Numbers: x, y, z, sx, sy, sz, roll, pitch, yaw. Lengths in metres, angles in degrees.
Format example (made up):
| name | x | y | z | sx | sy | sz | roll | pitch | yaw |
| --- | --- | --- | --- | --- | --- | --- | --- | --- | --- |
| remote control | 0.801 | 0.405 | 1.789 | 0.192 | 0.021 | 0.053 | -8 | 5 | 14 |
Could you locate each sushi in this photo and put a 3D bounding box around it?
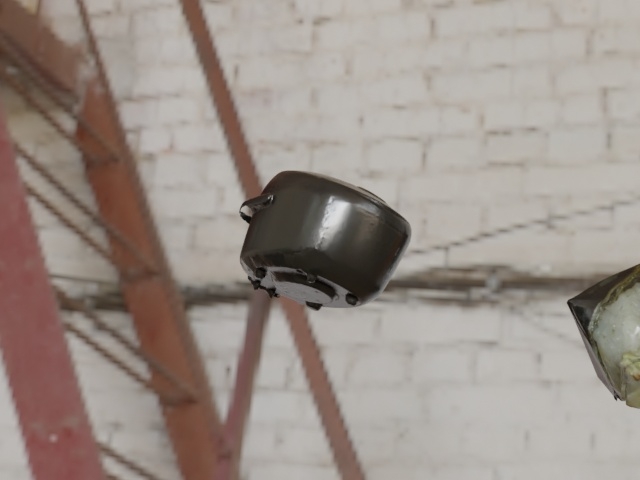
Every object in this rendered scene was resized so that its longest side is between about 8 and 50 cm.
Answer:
| name | x | y | z | sx | sy | sz | roll | pitch | yaw |
| --- | --- | --- | --- | --- | --- | --- | --- | --- | --- |
| sushi | 0.412 | 0.070 | 1.770 | 0.273 | 0.109 | 0.134 | -32 | -68 | 3 |

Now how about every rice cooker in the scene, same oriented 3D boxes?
| name | x | y | z | sx | sy | sz | roll | pitch | yaw |
| --- | --- | --- | --- | --- | --- | --- | --- | --- | --- |
| rice cooker | 0.000 | 0.000 | 1.636 | 0.142 | 0.118 | 0.203 | 29 | -16 | -25 |
